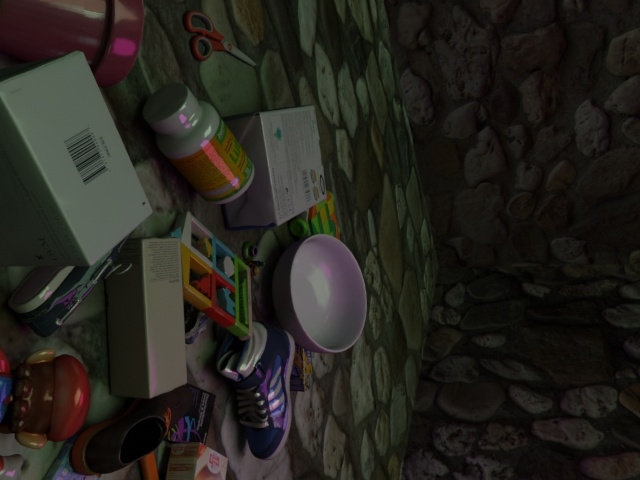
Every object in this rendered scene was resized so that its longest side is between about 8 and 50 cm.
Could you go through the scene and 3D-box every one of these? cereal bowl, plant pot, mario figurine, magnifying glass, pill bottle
[{"bbox_3d":[-0.019,0.157,1.565,0.338,0.141,0.339,21,61,-46],"label":"cereal bowl"},{"bbox_3d":[-0.382,-0.327,0.774,0.180,0.201,0.202,-11,98,-51],"label":"plant pot"},{"bbox_3d":[-0.445,0.203,0.687,0.320,0.170,0.198,23,103,-54],"label":"mario figurine"},{"bbox_3d":[-0.316,0.478,1.039,0.092,0.026,0.231,-30,117,-65],"label":"magnifying glass"},{"bbox_3d":[-0.246,-0.195,1.121,0.246,0.136,0.137,56,39,-51],"label":"pill bottle"}]

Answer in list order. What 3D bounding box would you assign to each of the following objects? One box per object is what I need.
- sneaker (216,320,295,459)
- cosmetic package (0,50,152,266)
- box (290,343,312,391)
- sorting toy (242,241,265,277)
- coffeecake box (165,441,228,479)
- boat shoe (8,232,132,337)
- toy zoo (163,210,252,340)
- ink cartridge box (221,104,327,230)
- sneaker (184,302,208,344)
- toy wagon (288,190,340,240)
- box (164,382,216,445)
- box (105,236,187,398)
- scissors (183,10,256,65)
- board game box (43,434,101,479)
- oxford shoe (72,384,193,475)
[{"bbox_3d":[-0.173,0.347,1.282,0.236,0.130,0.323,24,70,-54],"label":"sneaker"},{"bbox_3d":[-0.376,-0.093,0.692,0.138,0.224,0.224,-57,138,-50],"label":"cosmetic package"},{"bbox_3d":[-0.060,0.351,1.611,0.059,0.054,0.169,-1,90,-67],"label":"box"},{"bbox_3d":[-0.170,0.052,1.398,0.061,0.042,0.102,41,50,-60],"label":"sorting toy"},{"bbox_3d":[-0.249,0.511,1.084,0.142,0.068,0.186,64,23,-54],"label":"coffeecake box"},{"bbox_3d":[-0.367,0.039,0.866,0.255,0.095,0.079,-65,143,-45],"label":"boat shoe"},{"bbox_3d":[-0.234,0.068,1.165,0.293,0.030,0.193,50,25,-48],"label":"toy zoo"},{"bbox_3d":[-0.107,-0.204,1.434,0.395,0.151,0.270,-35,120,-62],"label":"ink cartridge box"},{"bbox_3d":[-0.263,0.163,1.171,0.135,0.052,0.058,-62,156,-45],"label":"sneaker"},{"bbox_3d":[0.000,0.000,1.772,0.267,0.068,0.345,-51,133,-57],"label":"toy wagon"},{"bbox_3d":[-0.278,0.356,1.129,0.162,0.029,0.116,51,42,-56],"label":"box"},{"bbox_3d":[-0.312,0.132,0.988,0.113,0.094,0.276,0,88,-67],"label":"box"},{"bbox_3d":[-0.232,-0.483,1.331,0.297,0.021,0.109,-30,113,-63],"label":"scissors"},{"bbox_3d":[-0.390,0.372,0.874,0.090,0.020,0.090,-69,147,-42],"label":"board game box"},{"bbox_3d":[-0.292,0.324,0.957,0.271,0.098,0.097,-28,108,-66],"label":"oxford shoe"}]
